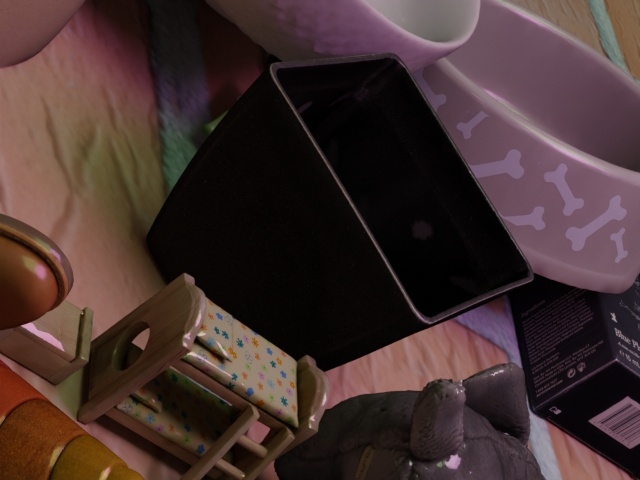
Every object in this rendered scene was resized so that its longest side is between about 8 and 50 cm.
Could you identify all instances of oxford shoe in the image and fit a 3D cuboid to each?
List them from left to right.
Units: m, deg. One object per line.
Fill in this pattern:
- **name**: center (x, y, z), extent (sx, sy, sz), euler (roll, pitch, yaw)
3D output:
- **oxford shoe**: center (-0.216, 0.031, 0.793), extent (0.076, 0.212, 0.076), euler (-76, 157, -48)

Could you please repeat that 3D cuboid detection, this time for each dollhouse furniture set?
- **dollhouse furniture set**: center (-0.091, 0.104, 0.979), extent (0.182, 0.101, 0.161), euler (35, 33, -31)

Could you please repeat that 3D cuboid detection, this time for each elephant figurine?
- **elephant figurine**: center (0.092, 0.159, 1.107), extent (0.239, 0.186, 0.169), euler (1, 93, -42)

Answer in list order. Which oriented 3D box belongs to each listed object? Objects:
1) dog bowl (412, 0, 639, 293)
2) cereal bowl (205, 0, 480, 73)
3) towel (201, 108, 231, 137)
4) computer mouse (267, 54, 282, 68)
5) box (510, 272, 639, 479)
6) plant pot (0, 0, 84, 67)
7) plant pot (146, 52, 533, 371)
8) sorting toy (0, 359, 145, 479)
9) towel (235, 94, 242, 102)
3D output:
- **dog bowl**: center (0.171, -0.104, 1.498), extent (0.348, 0.102, 0.349), euler (25, 26, -13)
- **cereal bowl**: center (-0.028, -0.261, 1.303), extent (0.339, 0.141, 0.339), euler (42, 34, -37)
- **towel**: center (-0.011, -0.048, 1.305), extent (0.152, 0.023, 0.113), euler (49, 34, 0)
- **computer mouse**: center (-0.063, -0.258, 1.462), extent (0.262, 0.060, 0.184), euler (50, 29, -9)
- **box**: center (0.256, 0.099, 1.525), extent (0.156, 0.093, 0.158), euler (34, 33, -34)
- **plant pot**: center (-0.217, -0.281, 1.116), extent (0.284, 0.191, 0.284), euler (36, 33, -29)
- **plant pot**: center (0.000, 0.000, 1.164), extent (0.187, 0.167, 0.188), euler (59, 29, 8)
- **sorting toy**: center (-0.190, 0.138, 0.720), extent (0.365, 0.126, 0.127), euler (-27, 122, -62)
- **towel**: center (0.018, -0.037, 1.378), extent (0.197, 0.029, 0.144), euler (18, 44, -48)
